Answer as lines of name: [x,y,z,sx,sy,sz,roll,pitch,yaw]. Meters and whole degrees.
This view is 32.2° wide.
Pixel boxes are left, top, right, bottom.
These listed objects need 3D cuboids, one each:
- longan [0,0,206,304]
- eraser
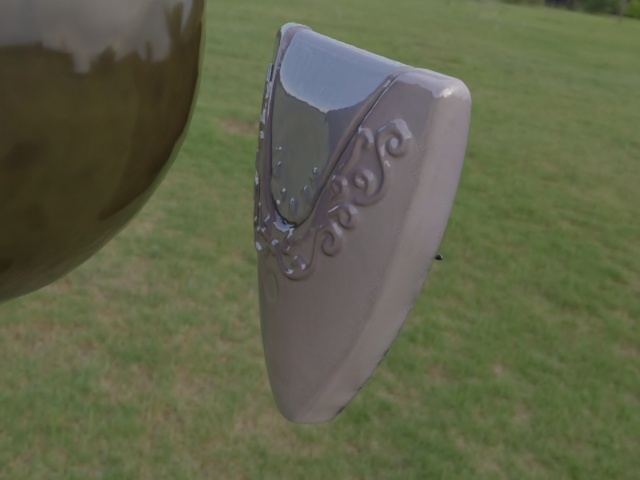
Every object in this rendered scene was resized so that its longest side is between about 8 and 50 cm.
longan: [-0.198,-0.111,0.580,0.297,0.297,0.297,9,16,-3]
eraser: [-0.001,0.000,0.676,0.059,0.243,0.204,3,16,-29]
